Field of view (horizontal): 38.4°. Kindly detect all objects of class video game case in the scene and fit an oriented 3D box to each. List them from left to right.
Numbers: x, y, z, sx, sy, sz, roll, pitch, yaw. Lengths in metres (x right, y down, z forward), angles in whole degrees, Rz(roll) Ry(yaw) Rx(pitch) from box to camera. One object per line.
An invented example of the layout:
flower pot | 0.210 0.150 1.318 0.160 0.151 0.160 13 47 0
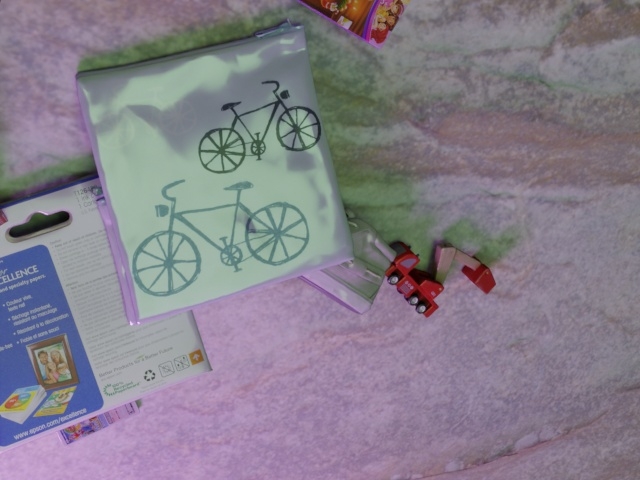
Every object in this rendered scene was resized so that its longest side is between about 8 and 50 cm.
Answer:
video game case | -0.338 0.249 1.364 0.122 0.011 0.087 -23 126 -13

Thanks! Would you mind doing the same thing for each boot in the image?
boot | 0.000 0.000 1.353 0.258 0.095 0.123 35 81 -34

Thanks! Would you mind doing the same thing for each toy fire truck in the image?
toy fire truck | 0.187 0.050 1.486 0.135 0.047 0.192 -44 126 2

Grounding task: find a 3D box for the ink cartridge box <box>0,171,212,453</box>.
ink cartridge box | -0.333 0.083 1.215 0.303 0.072 0.307 -19 99 -15

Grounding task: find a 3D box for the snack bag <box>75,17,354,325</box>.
snack bag | -0.137 -0.088 1.205 0.322 0.037 0.343 -17 104 -16

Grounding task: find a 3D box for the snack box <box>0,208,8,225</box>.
snack box | -0.429 -0.059 1.062 0.064 0.022 0.178 -32 149 -11

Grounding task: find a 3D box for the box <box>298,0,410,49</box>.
box | 0.069 -0.416 1.153 0.200 0.057 0.293 22 106 -35
